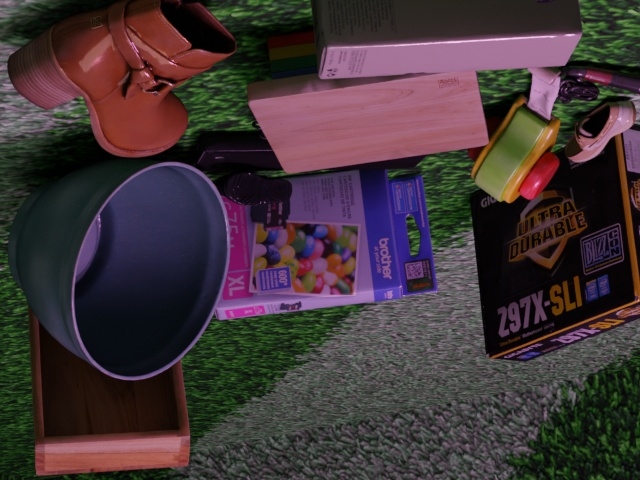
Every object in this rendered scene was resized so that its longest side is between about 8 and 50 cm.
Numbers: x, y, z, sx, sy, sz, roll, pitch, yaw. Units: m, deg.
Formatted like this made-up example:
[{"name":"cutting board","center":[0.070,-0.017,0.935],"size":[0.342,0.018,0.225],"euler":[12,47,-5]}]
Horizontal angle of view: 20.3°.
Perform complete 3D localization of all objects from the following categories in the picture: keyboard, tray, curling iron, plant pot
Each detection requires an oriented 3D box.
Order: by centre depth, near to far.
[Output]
[{"name":"curling iron","center":[0.413,-0.192,2.261],"size":[0.274,0.035,0.068],"euler":[2,165,-21]},{"name":"keyboard","center":[-0.003,-0.127,2.348],"size":[0.317,0.033,0.201],"euler":[-2,169,-13]},{"name":"plant pot","center":[-0.290,0.018,2.374],"size":[0.196,0.293,0.293],"euler":[17,178,36]},{"name":"tray","center":[-0.303,0.138,2.479],"size":[0.203,0.411,0.076],"euler":[-2,137,-10]}]

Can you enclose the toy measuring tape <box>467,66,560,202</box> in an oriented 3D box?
[{"name":"toy measuring tape","center":[0.249,-0.125,2.275],"size":[0.121,0.121,0.330],"euler":[-6,163,0]}]

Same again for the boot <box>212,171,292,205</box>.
[{"name":"boot","center":[-0.109,-0.073,2.417],"size":[0.121,0.045,0.099],"euler":[1,-174,-43]}]

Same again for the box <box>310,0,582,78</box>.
[{"name":"box","center":[0.131,-0.242,1.896],"size":[0.275,0.113,0.094],"euler":[-2,163,-6]}]

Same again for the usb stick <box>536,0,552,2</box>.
[{"name":"usb stick","center":[0.312,-0.305,1.677],"size":[0.278,0.045,0.077],"euler":[-30,-168,0]}]

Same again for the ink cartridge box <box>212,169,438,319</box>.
[{"name":"ink cartridge box","center":[0.000,0.000,2.490],"size":[0.311,0.185,0.065],"euler":[-6,160,-1]}]

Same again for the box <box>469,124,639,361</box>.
[{"name":"box","center":[0.347,0.009,2.509],"size":[0.079,0.257,0.322],"euler":[6,160,-34]}]

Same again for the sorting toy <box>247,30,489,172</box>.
[{"name":"sorting toy","center":[0.059,-0.177,2.112],"size":[0.257,0.089,0.255],"euler":[-8,162,7]}]

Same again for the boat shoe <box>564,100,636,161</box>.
[{"name":"boat shoe","center":[0.362,-0.148,2.368],"size":[0.045,0.050,0.135],"euler":[9,148,-29]}]

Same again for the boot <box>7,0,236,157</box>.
[{"name":"boot","center":[-0.181,-0.194,2.001],"size":[0.220,0.109,0.283],"euler":[-20,150,29]}]
